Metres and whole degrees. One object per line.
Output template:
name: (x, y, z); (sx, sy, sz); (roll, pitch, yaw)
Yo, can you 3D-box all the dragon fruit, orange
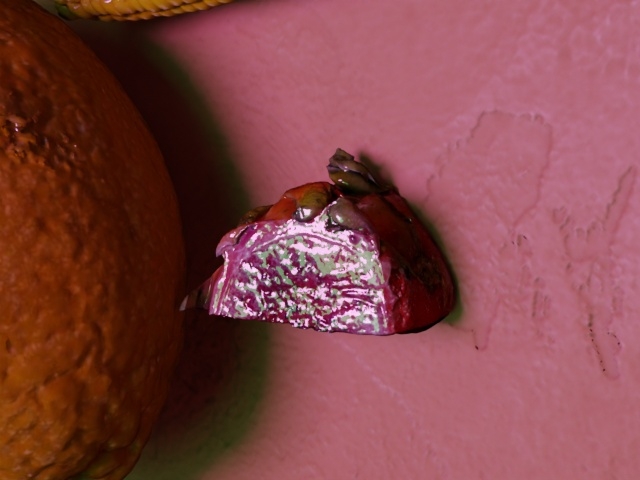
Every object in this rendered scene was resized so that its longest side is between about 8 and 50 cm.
dragon fruit: (0.000, 0.000, 0.803); (0.147, 0.102, 0.096); (5, 106, 24)
orange: (-0.243, 0.014, 0.841); (0.322, 0.322, 0.357); (-39, 76, 31)

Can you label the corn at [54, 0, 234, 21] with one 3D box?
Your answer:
corn: (-0.038, -0.196, 0.798); (0.317, 0.115, 0.115); (-13, 88, 35)
